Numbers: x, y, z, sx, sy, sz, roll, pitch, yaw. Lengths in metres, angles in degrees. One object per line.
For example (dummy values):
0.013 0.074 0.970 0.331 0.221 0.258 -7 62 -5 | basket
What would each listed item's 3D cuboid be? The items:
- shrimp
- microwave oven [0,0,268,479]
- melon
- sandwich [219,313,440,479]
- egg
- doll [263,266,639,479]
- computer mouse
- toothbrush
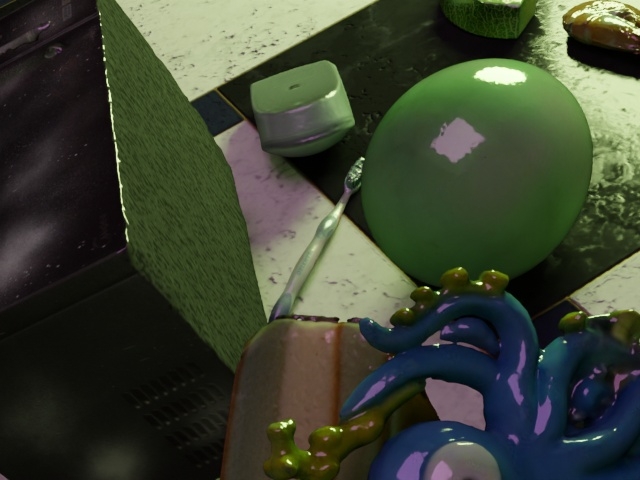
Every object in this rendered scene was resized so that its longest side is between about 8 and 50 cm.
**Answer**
0.379 -0.266 1.442 0.091 0.043 0.184 -29 40 -15 | shrimp
-0.224 0.012 1.133 0.236 0.374 0.432 -25 44 9 | microwave oven
0.225 -0.347 1.582 0.118 0.064 0.209 -27 43 -15 | melon
0.002 0.209 0.929 0.155 0.227 0.198 1 45 24 | sandwich
0.162 -0.072 1.178 0.220 0.220 0.269 19 53 36 | egg
0.166 0.178 0.847 0.341 0.346 0.099 -31 1 -17 | doll
-0.025 -0.165 1.472 0.128 0.079 0.231 -13 25 3 | computer mouse
0.000 0.000 1.316 0.021 0.027 0.269 15 52 17 | toothbrush
